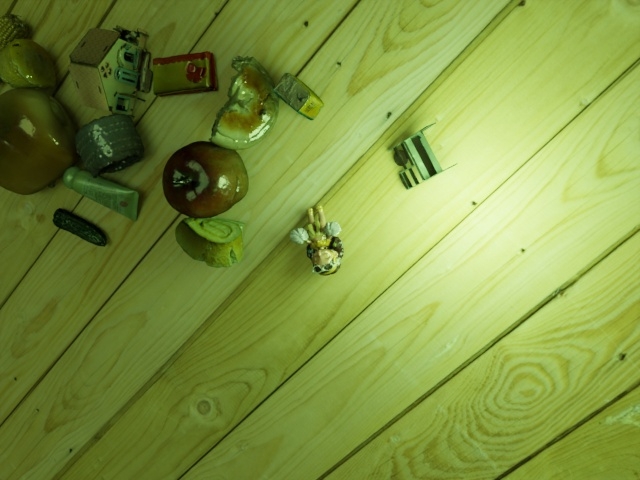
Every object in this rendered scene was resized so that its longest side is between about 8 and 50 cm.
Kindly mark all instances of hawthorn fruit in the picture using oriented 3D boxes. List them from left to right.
[{"bbox_3d":[-0.404,-0.196,1.572,0.268,0.301,0.267,8,108,24],"label":"hawthorn fruit"}]

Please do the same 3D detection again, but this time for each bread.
[{"bbox_3d":[-1.131,-0.386,1.781,0.376,0.253,0.347,-26,92,17],"label":"bread"},{"bbox_3d":[-1.119,-0.659,1.773,0.171,0.197,0.197,-12,94,22],"label":"bread"},{"bbox_3d":[-0.387,-0.009,1.660,0.257,0.186,0.123,20,120,17],"label":"bread"},{"bbox_3d":[-0.240,-0.440,1.558,0.192,0.171,0.313,17,85,-22],"label":"bread"}]

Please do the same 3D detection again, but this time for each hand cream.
[{"bbox_3d":[-0.843,-0.190,1.802,0.306,0.093,0.147,26,126,4],"label":"hand cream"}]

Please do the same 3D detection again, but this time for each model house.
[{"bbox_3d":[-0.739,-0.609,1.643,0.169,0.244,0.325,19,101,15],"label":"model house"}]

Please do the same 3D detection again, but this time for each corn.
[{"bbox_3d":[-1.266,-0.754,1.846,0.106,0.106,0.305,46,109,6],"label":"corn"}]

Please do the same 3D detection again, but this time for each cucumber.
[{"bbox_3d":[-0.967,-0.052,1.878,0.266,0.077,0.077,23,103,10],"label":"cucumber"}]

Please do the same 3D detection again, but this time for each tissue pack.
[{"bbox_3d":[-0.065,-0.463,1.507,0.120,0.169,0.082,44,104,7],"label":"tissue pack"}]

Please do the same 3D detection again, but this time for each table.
[{"bbox_3d":[0.318,-0.262,1.475,0.175,0.063,0.146,-27,90,50],"label":"table"}]

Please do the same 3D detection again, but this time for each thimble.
[{"bbox_3d":[-0.773,-0.344,1.708,0.237,0.205,0.172,-20,93,17],"label":"thimble"}]

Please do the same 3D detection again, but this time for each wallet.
[{"bbox_3d":[-0.491,-0.596,1.664,0.242,0.067,0.141,-1,96,17],"label":"wallet"}]

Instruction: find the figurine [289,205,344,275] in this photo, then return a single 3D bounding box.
[{"bbox_3d":[0.001,0.002,1.582,0.175,0.116,0.239,-15,87,15],"label":"figurine"}]
